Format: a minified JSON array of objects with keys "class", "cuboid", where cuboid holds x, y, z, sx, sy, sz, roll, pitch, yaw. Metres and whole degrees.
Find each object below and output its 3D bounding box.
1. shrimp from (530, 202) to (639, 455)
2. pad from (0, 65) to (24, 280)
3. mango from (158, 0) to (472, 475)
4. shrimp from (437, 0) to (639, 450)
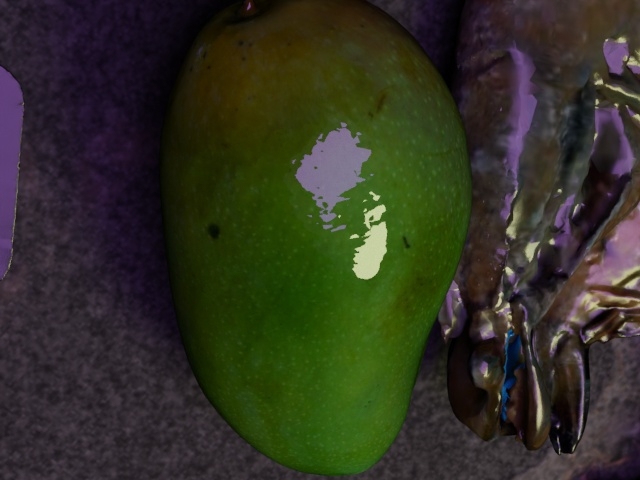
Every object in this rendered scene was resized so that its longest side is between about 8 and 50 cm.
[{"class":"shrimp","cuboid":[0.280,0.125,1.440,0.233,0.071,0.365,2,98,0]},{"class":"pad","cuboid":[-0.352,-0.049,1.266,0.267,0.004,0.181,3,107,-16]},{"class":"mango","cuboid":[0.000,0.000,1.274,0.225,0.201,0.382,-14,114,-20]},{"class":"shrimp","cuboid":[0.185,-0.058,1.363,0.221,0.110,0.446,10,100,-25]}]
